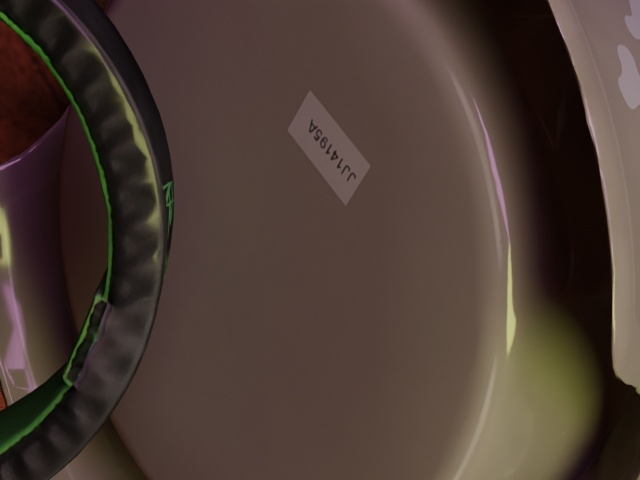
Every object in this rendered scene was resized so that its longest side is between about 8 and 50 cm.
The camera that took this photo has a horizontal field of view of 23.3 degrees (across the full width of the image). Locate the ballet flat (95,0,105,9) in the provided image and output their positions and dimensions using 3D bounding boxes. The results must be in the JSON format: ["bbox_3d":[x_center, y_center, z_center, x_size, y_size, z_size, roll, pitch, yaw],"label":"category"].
[{"bbox_3d":[0.034,-0.087,0.758,0.409,0.147,0.147,34,61,-15],"label":"ballet flat"}]

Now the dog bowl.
[{"bbox_3d":[0.000,0.000,0.600,0.102,0.348,0.349,-10,78,-44],"label":"dog bowl"}]

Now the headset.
[{"bbox_3d":[-0.246,-0.044,0.566,0.394,0.185,0.243,21,108,-11],"label":"headset"}]
